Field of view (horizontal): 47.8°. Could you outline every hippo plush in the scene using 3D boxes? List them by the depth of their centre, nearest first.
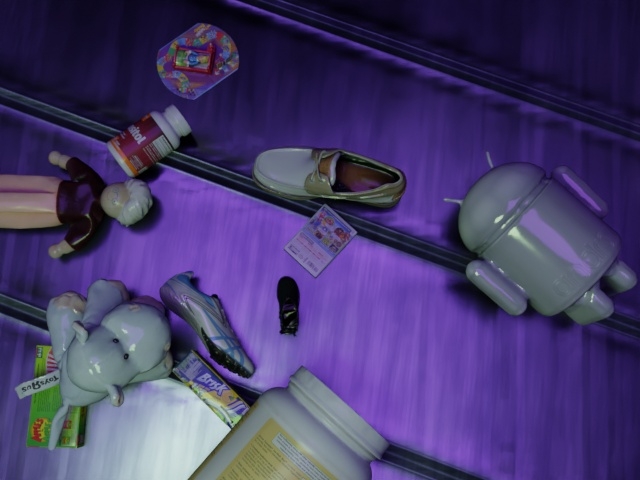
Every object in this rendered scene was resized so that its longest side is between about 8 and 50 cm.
[{"bbox_3d":[-0.380,0.170,1.224,0.294,0.236,0.234,-30,86,-26],"label":"hippo plush"}]

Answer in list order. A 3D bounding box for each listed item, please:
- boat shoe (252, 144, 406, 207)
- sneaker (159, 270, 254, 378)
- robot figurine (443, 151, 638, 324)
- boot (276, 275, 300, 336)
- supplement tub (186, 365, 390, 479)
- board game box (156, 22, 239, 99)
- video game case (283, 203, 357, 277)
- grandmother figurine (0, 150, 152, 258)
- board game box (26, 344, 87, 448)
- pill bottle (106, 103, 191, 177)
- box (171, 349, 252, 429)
[{"bbox_3d":[0.016,-0.134,1.390,0.302,0.103,0.113,6,79,0],"label":"boat shoe"},{"bbox_3d":[-0.198,0.155,1.345,0.086,0.085,0.237,-40,88,-27],"label":"sneaker"},{"bbox_3d":[0.399,-0.004,1.321,0.353,0.200,0.300,42,71,7],"label":"robot figurine"},{"bbox_3d":[-0.060,0.120,1.342,0.045,0.099,0.121,-1,79,-3],"label":"boot"},{"bbox_3d":[-0.066,0.402,1.216,0.241,0.241,0.331,41,81,7],"label":"supplement tub"},{"bbox_3d":[-0.253,-0.373,1.469,0.168,0.033,0.133,-37,82,-8],"label":"board game box"},{"bbox_3d":[0.000,0.000,1.411,0.087,0.011,0.122,42,82,7],"label":"video game case"},{"bbox_3d":[-0.490,-0.070,1.375,0.342,0.104,0.208,-2,93,1],"label":"grandmother figurine"},{"bbox_3d":[-0.480,0.287,1.332,0.092,0.043,0.181,2,78,0],"label":"board game box"},{"bbox_3d":[-0.332,-0.197,1.407,0.152,0.086,0.086,-37,82,-8],"label":"pill bottle"},{"bbox_3d":[-0.192,0.279,1.329,0.169,0.059,0.054,44,83,7],"label":"box"}]
